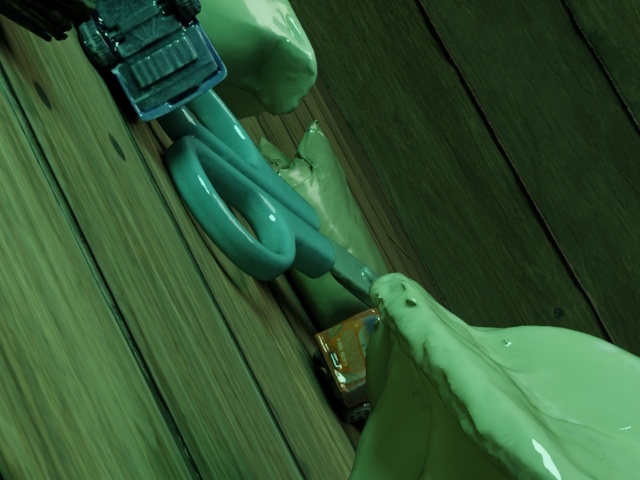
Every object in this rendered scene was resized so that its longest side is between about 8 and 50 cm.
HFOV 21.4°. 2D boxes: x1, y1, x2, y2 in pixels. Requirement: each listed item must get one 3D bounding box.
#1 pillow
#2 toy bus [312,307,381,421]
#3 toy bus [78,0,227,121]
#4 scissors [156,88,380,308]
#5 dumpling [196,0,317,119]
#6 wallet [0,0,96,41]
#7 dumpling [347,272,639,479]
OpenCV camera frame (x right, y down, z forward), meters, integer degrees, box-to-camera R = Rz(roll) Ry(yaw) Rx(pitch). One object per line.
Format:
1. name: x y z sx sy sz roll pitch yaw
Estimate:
1. pillow: 0.000 0.000 1.459 0.134 0.078 0.181 -80 146 -70
2. toy bus: 0.051 0.111 1.348 0.065 0.077 0.192 67 9 23
3. toy bus: -0.144 -0.195 1.129 0.236 0.079 0.094 61 4 -3
4. scissors: 0.010 0.014 1.331 0.447 0.029 0.192 39 21 -48
5. dumpling: -0.100 -0.185 1.346 0.229 0.124 0.151 53 -32 1
6. wallet: -0.226 -0.255 0.891 0.317 0.044 0.169 62 9 24
7. dumpling: 0.097 0.169 0.792 0.315 0.233 0.395 -116 -172 -51
